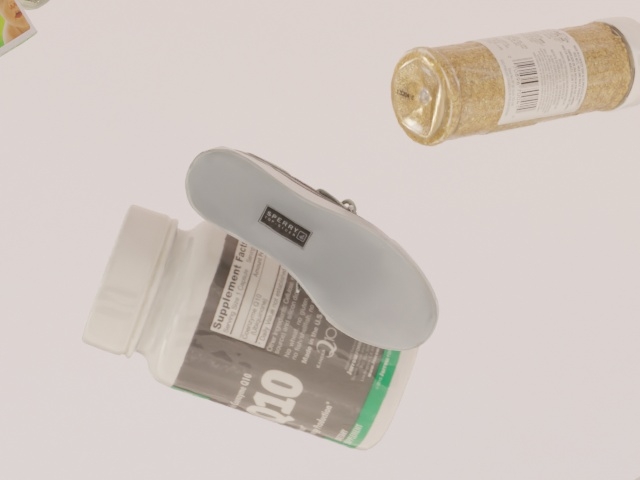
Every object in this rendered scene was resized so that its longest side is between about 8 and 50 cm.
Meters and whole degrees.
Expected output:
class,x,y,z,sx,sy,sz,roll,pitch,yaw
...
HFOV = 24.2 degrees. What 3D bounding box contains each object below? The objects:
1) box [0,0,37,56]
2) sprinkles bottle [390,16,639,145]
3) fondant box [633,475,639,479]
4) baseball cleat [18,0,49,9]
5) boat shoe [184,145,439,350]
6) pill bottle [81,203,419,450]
class,x,y,z,sx,sy,sz,roll,pitch,yaw
box,-0.368,-0.186,1.075,0.126,0.262,0.231,-21,-75,28
sprinkles bottle,0.258,-0.201,1.851,0.355,0.121,0.121,-13,-26,-34
fondant box,0.317,0.274,0.985,0.238,0.096,0.330,-21,-68,-33
baseball cleat,-0.263,-0.321,1.405,0.072,0.206,0.109,14,7,-38
boat shoe,-0.002,0.003,1.576,0.306,0.105,0.113,30,-76,8
pill bottle,-0.079,0.096,1.733,0.361,0.204,0.204,19,-38,-6
